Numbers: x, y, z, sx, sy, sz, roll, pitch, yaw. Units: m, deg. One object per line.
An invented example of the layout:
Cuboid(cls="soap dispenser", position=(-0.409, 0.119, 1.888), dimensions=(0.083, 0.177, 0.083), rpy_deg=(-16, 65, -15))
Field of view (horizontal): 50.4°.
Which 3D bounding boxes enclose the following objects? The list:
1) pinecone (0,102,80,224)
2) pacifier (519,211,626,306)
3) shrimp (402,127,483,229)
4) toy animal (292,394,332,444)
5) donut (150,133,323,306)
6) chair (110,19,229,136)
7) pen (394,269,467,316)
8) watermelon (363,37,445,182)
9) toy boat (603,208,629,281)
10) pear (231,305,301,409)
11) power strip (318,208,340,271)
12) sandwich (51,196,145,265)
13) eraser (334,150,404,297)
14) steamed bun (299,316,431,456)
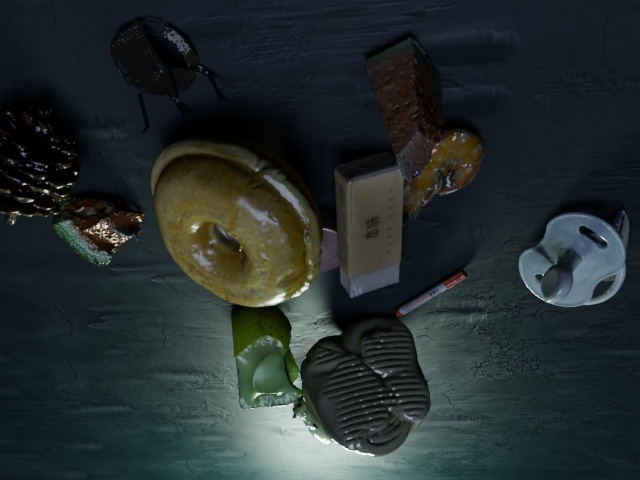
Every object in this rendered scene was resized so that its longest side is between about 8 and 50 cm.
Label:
Cuboid(cls="pinecone", position=(-0.632, -0.159, 1.465), dimensions=(0.257, 0.243, 0.243), rpy_deg=(-51, 123, -8))
Cuboid(cls="pacifier", position=(0.588, 0.076, 1.603), dimensions=(0.227, 0.207, 0.279), rpy_deg=(40, 133, 13))
Cuboid(cls="shrimp", position=(0.262, -0.131, 1.540), dimensions=(0.164, 0.062, 0.317), rpy_deg=(10, 136, -16))
Cuboid(cls="toy animal", position=(-0.016, 0.571, 2.198), dimensions=(0.094, 0.121, 0.225), rpy_deg=(-19, 128, 21))
Cuboid(cls="donut", position=(-0.188, -0.038, 1.510), dimensions=(0.449, 0.198, 0.449), rpy_deg=(17, 137, 17))
Cuboid(cls="chair", position=(-0.317, -0.327, 1.370), dimensions=(0.174, 0.149, 0.213), rpy_deg=(-33, 82, 34))
Cuboid(cls="pen", position=(0.294, 0.143, 1.823), dimensions=(0.028, 0.028, 0.239), rpy_deg=(35, 128, -27))
Cuboid(cls="watermelon", position=(0.172, -0.229, 1.313), dimensions=(0.140, 0.256, 0.193), rpy_deg=(-20, 137, 22))
Cuboid(cls="toy boat", position=(0.708, 0.014, 1.648), dimensions=(0.084, 0.066, 0.210), rpy_deg=(4, 125, 4))
Cuboid(cls="pear", position=(-0.153, 0.287, 1.870), dimensions=(0.176, 0.286, 0.282), rpy_deg=(-8, 107, -7))
Cuboid(cls="power strip", position=(0.000, 0.000, 1.668), dimensions=(0.154, 0.078, 0.154), rpy_deg=(0, 132, 0))
Cuboid(cls="sandwich", position=(-0.541, -0.040, 1.648), dimensions=(0.160, 0.109, 0.185), rpy_deg=(-30, 126, 31))
Cuboid(cls="eraser", position=(0.113, -0.030, 1.572), dimensions=(0.144, 0.078, 0.343), rpy_deg=(-18, 129, -17))
Cuboid(cls="steamed bun", position=(0.122, 0.428, 1.896), dimensions=(0.342, 0.367, 0.255), rpy_deg=(-10, 151, -11))
